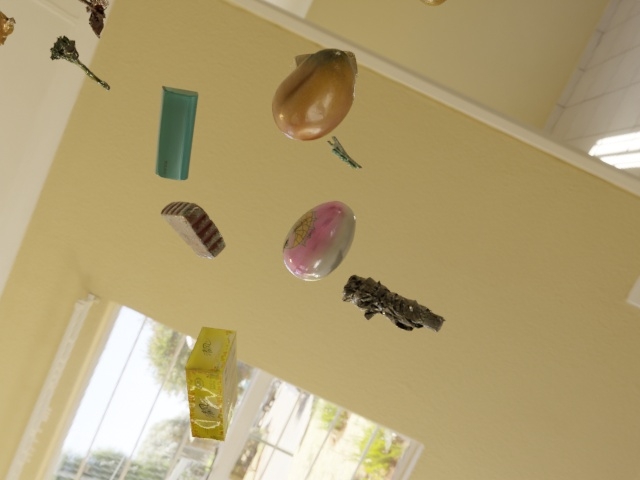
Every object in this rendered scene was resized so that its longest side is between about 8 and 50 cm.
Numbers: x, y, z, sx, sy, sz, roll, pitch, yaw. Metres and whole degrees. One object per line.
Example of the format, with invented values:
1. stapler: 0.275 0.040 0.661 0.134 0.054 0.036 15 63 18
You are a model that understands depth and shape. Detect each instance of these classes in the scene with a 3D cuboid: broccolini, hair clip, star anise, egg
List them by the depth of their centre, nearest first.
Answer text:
1. broccolini: -0.672 -0.492 1.385 0.072 0.057 0.254 -23 -6 -1
2. egg: 0.000 0.000 1.522 0.271 0.196 0.196 -50 1 3
3. hair clip: 0.084 -0.295 1.713 0.049 0.173 0.049 -31 -27 -18
4. star anise: -0.831 -0.831 1.745 0.144 0.140 0.158 -4 -39 -44

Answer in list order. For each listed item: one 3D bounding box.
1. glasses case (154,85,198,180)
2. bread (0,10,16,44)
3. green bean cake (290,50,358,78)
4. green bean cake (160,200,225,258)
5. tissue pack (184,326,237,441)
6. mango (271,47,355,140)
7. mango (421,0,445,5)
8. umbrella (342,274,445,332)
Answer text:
1. glasses case: -0.483 -0.350 1.645 0.070 0.117 0.300 -113 33 -53
2. bread: -0.669 -0.357 0.706 0.279 0.207 0.279 -41 -9 -3
3. green bean cake: 0.008 -0.483 1.404 0.109 0.179 0.085 -152 53 -81
4. green bean cake: -0.474 -0.043 1.869 0.199 0.232 0.097 3 43 48
5. tissue pack: -0.179 0.241 0.824 0.095 0.062 0.175 -80 -2 -55
6. mango: -0.007 -0.303 1.050 0.221 0.152 0.120 -35 37 33
7. mango: 0.329 -0.791 1.292 0.221 0.263 0.378 -27 -11 -13
8. umbrella: 0.226 0.218 1.563 0.128 0.337 0.154 -59 -24 -14
